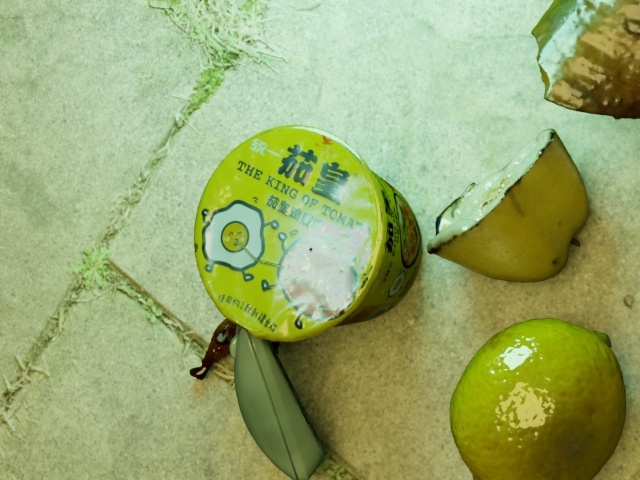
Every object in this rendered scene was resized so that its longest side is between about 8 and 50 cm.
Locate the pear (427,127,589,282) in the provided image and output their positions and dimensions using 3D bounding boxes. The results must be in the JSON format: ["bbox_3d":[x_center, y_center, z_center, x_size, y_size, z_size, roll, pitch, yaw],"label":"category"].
[{"bbox_3d":[0.303,-0.023,1.971,0.267,0.267,0.178,-42,92,15],"label":"pear"}]

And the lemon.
[{"bbox_3d":[0.310,0.243,1.887,0.267,0.267,0.267,-3,82,25],"label":"lemon"}]

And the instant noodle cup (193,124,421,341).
[{"bbox_3d":[0.000,0.000,2.059,0.325,0.254,0.326,-3,83,25],"label":"instant noodle cup"}]

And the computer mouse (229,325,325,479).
[{"bbox_3d":[-0.085,0.252,2.086,0.097,0.159,0.288,-26,106,0],"label":"computer mouse"}]

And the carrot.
[{"bbox_3d":[0.458,-0.309,1.890,0.241,0.241,0.341,40,98,24],"label":"carrot"}]

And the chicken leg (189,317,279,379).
[{"bbox_3d":[-0.135,0.167,2.217,0.219,0.048,0.089,-20,72,22],"label":"chicken leg"}]
